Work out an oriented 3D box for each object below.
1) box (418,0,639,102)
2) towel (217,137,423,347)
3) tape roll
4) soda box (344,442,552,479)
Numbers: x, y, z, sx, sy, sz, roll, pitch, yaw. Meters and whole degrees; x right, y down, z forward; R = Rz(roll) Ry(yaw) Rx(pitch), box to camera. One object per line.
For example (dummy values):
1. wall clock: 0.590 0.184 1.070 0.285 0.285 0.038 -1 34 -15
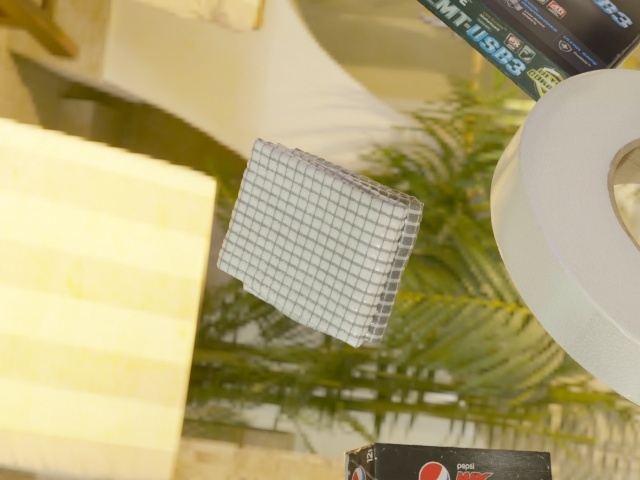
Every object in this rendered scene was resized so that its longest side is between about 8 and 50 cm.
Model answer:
1. box: 0.281 -0.324 1.655 0.293 0.295 0.073 -42 170 -42
2. towel: 0.000 0.000 1.910 0.121 0.284 0.235 -8 120 -55
3. tape roll: 0.349 0.000 1.197 0.072 0.392 0.392 119 -10 -46
4. soda box: 0.105 0.198 1.029 0.053 0.169 0.060 -32 -126 58
